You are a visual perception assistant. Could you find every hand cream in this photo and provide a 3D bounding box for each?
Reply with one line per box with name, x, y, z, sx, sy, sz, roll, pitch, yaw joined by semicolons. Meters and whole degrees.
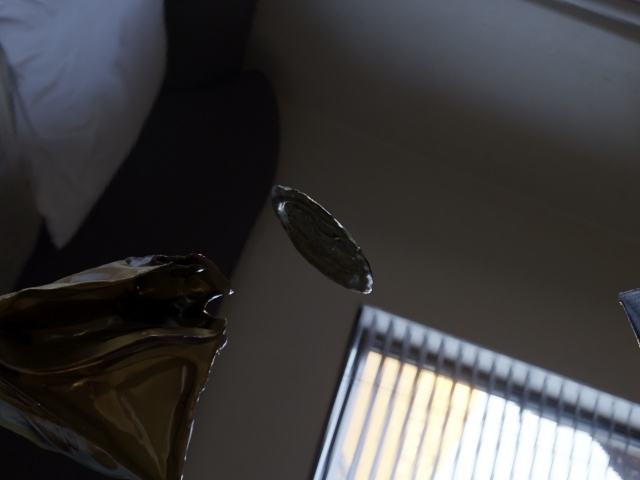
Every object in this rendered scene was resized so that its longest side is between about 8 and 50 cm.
hand cream;0.495;0.122;1.346;0.058;0.091;0.271;66;18;-14

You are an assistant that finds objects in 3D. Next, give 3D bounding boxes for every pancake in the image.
pancake;0.001;-0.001;0.737;0.011;0.115;0.115;-46;175;-20

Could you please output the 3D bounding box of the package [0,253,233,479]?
package;-0.221;0.080;0.789;0.311;0.221;0.165;-7;-135;54
